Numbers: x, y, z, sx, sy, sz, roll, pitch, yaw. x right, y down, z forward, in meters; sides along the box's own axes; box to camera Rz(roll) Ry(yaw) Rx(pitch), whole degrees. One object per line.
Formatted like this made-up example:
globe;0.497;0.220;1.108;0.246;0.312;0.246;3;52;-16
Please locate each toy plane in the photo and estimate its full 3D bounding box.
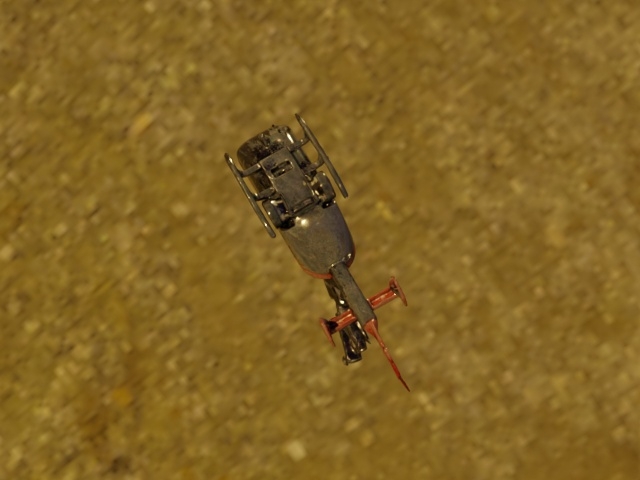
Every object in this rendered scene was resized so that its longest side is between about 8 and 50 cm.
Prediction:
toy plane;0.000;0.000;0.802;0.145;0.037;0.060;60;-3;32
